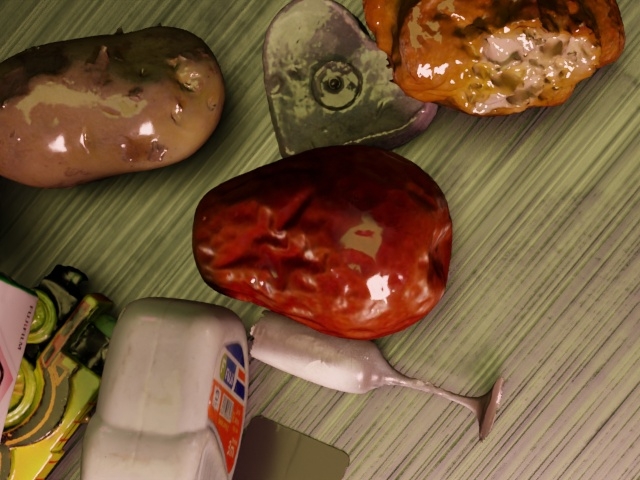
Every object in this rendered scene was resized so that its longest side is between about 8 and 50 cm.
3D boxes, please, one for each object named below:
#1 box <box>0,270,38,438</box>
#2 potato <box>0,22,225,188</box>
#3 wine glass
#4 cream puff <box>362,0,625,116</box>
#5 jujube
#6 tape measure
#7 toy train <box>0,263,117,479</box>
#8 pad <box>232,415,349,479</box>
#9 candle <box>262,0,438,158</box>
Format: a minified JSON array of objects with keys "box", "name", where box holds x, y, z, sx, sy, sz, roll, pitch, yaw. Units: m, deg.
[{"box":[-0.359,0.097,1.375,0.103,0.250,0.180,11,81,12],"name":"box"},{"box":[-0.225,-0.134,1.521,0.262,0.165,0.165,-9,84,4],"name":"potato"},{"box":[0.049,0.129,1.509,0.262,0.074,0.074,18,88,12],"name":"wine glass"},{"box":[0.155,-0.214,1.442,0.241,0.269,0.154,29,124,20],"name":"cream puff"},{"box":[0.000,0.000,1.476,0.255,0.190,0.190,0,85,15],"name":"jujube"},{"box":[-0.149,0.176,1.452,0.125,0.243,0.246,6,75,7],"name":"tape measure"},{"box":[-0.304,0.171,1.541,0.161,0.100,0.296,35,89,3],"name":"toy train"},{"box":[-0.047,0.270,1.541,0.112,0.003,0.157,22,88,10],"name":"pad"},{"box":[0.015,-0.149,1.537,0.192,0.068,0.168,33,91,14],"name":"candle"}]
